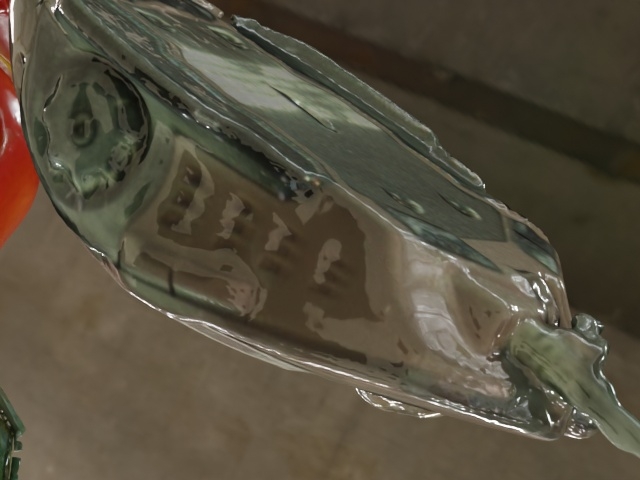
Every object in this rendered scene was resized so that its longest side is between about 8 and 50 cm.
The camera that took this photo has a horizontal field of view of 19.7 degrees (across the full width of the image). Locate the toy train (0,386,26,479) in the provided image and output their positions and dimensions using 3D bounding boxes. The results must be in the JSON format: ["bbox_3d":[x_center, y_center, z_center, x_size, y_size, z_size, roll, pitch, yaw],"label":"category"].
[{"bbox_3d":[-0.215,0.068,0.681,0.134,0.261,0.177,-17,-142,9],"label":"toy train"}]

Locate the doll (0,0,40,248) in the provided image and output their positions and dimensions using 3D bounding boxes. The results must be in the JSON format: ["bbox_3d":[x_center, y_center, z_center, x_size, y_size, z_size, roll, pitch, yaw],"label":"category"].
[{"bbox_3d":[-0.249,-0.037,1.010,0.182,0.160,0.363,13,-131,22],"label":"doll"}]

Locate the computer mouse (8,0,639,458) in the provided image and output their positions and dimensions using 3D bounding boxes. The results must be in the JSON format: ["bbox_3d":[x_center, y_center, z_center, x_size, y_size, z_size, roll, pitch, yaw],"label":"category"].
[{"bbox_3d":[-0.004,0.005,0.795,0.389,0.199,0.115,40,-68,28],"label":"computer mouse"}]
